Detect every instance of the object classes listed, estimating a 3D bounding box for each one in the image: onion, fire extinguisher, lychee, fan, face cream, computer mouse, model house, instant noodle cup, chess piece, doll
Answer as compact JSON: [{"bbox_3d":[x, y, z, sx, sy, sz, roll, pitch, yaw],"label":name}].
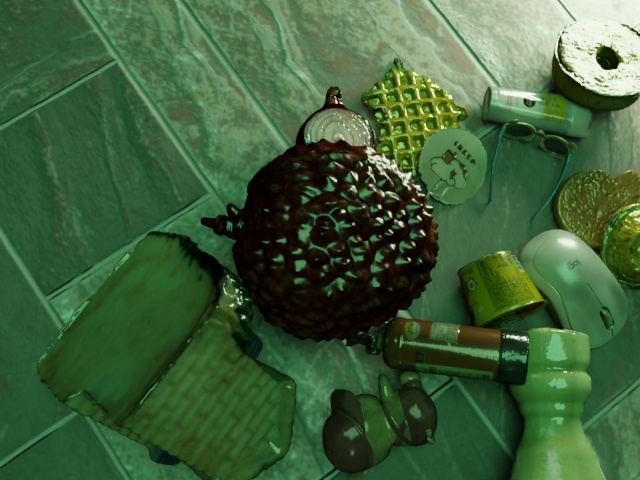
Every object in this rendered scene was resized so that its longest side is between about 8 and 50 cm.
[{"bbox_3d":[0.030,-0.259,1.634,0.195,0.140,0.218,-5,77,-10],"label":"onion"},{"bbox_3d":[0.253,0.235,1.486,0.375,0.200,0.113,6,81,11],"label":"fire extinguisher"},{"bbox_3d":[0.000,0.000,1.423,0.499,0.424,0.425,2,76,-6],"label":"lychee"},{"bbox_3d":[0.280,-0.132,1.663,0.190,0.009,0.329,42,82,-18],"label":"fan"},{"bbox_3d":[0.549,-0.328,1.726,0.269,0.073,0.107,9,76,-4],"label":"face cream"},{"bbox_3d":[0.604,0.106,1.603,0.184,0.121,0.297,-31,80,-12],"label":"computer mouse"},{"bbox_3d":[-0.246,0.260,1.366,0.395,0.445,0.400,-52,124,-18],"label":"model house"},{"bbox_3d":[0.406,0.114,1.563,0.182,0.182,0.144,-17,69,-8],"label":"instant noodle cup"},{"bbox_3d":[0.507,0.420,1.477,0.234,0.234,0.442,4,72,-4],"label":"chess piece"},{"bbox_3d":[0.121,0.394,1.476,0.255,0.152,0.196,-20,79,-9],"label":"doll"}]

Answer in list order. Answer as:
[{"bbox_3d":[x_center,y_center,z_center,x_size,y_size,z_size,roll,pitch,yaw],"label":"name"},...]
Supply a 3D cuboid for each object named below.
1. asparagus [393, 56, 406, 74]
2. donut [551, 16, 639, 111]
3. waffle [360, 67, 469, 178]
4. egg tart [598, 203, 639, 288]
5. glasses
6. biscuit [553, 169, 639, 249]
[{"bbox_3d":[0.210,-0.425,1.747,0.025,0.021,0.108,-21,79,-8],"label":"asparagus"},{"bbox_3d":[0.704,-0.432,1.721,0.272,0.107,0.272,1,58,-2],"label":"donut"},{"bbox_3d":[0.221,-0.289,1.691,0.291,0.051,0.291,1,81,-6],"label":"waffle"},{"bbox_3d":[0.770,0.015,1.629,0.212,0.090,0.213,-1,97,-5],"label":"egg tart"},{"bbox_3d":[0.507,-0.173,1.704,0.189,0.088,0.221,22,96,0],"label":"glasses"},{"bbox_3d":[0.720,-0.084,1.693,0.288,0.044,0.202,-11,83,-9],"label":"biscuit"}]
